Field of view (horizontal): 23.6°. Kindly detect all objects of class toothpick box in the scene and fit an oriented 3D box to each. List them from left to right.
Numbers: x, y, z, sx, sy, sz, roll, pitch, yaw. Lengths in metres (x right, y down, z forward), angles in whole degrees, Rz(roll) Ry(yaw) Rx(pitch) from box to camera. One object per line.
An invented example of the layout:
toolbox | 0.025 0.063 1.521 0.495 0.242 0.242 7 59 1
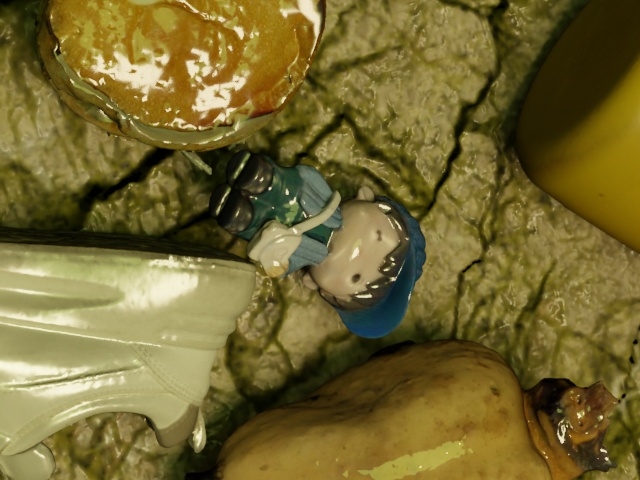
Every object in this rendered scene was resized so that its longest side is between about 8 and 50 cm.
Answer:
toothpick box | 0.275 -0.044 0.966 0.271 0.175 0.175 33 83 -15

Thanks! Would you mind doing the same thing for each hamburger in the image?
hamburger | -0.088 -0.131 0.913 0.177 0.113 0.185 -14 101 -19

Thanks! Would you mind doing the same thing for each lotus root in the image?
lotus root | 0.047 0.140 0.927 0.257 0.140 0.154 -9 63 -6

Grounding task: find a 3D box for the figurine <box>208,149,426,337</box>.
figurine | 0.000 0.000 0.926 0.149 0.087 0.086 26 87 -31

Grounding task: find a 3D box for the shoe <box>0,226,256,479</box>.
shoe | -0.194 0.070 0.879 0.316 0.124 0.159 1 97 -14
